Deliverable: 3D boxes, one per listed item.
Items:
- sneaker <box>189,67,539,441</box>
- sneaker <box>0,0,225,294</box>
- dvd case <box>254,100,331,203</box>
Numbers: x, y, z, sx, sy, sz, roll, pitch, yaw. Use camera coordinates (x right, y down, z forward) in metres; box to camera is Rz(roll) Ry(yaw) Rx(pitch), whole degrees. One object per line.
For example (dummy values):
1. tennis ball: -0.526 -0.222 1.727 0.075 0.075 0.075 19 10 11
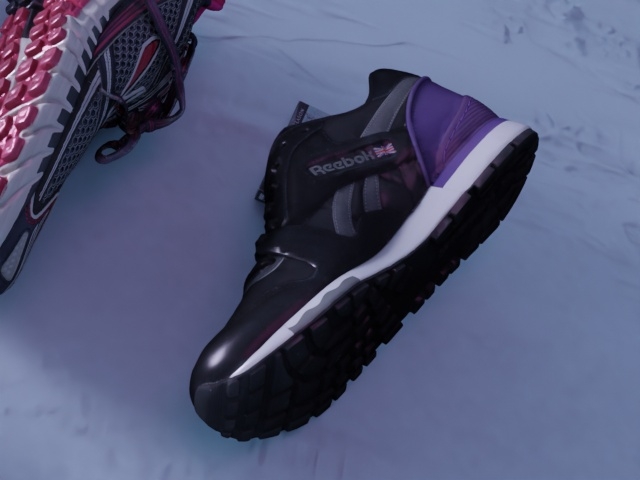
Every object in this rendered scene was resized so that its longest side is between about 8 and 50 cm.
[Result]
1. sneaker: 0.000 0.000 0.883 0.124 0.107 0.283 34 51 19
2. sneaker: -0.136 -0.088 0.881 0.112 0.121 0.299 43 52 -29
3. dvd case: 0.026 -0.033 0.968 0.119 0.013 0.087 25 50 -3
